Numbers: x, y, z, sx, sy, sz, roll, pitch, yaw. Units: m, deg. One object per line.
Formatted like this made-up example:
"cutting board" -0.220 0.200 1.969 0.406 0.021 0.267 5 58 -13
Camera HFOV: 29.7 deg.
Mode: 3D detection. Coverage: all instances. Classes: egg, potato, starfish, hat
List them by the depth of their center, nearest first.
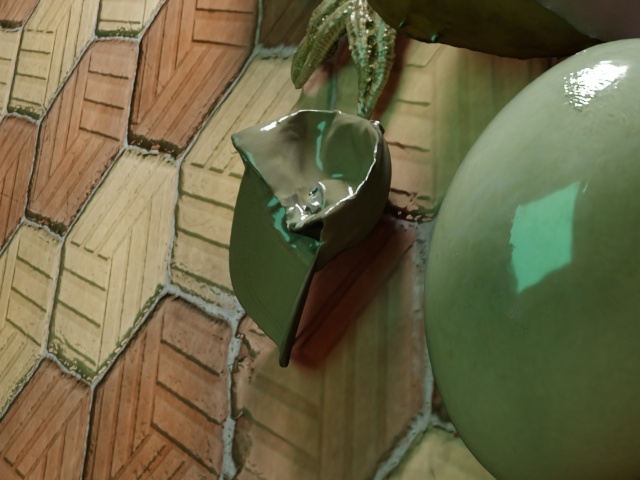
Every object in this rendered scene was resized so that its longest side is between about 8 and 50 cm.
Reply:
"egg" 0.151 0.015 0.638 0.186 0.186 0.253 18 83 56
"potato" 0.120 -0.230 0.834 0.229 0.229 0.266 -69 19 -2
"hat" 0.000 0.000 0.981 0.166 0.144 0.173 49 156 51
"starfish" 0.043 -0.212 1.049 0.277 0.062 0.236 7 82 51
